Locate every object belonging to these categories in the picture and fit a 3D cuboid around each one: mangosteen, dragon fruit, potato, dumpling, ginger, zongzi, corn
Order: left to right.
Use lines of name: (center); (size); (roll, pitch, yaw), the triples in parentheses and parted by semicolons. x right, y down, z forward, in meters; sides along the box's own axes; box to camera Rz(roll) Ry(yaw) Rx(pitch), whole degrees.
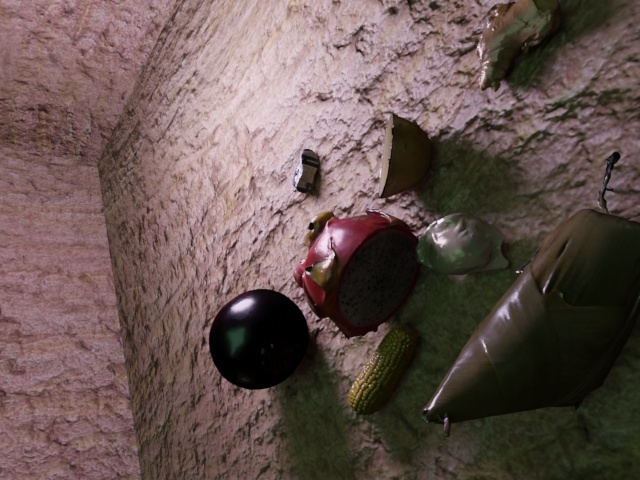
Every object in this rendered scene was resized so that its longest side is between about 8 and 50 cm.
mangosteen: (-0.186, 0.272, 1.314); (0.297, 0.297, 0.313); (-56, 39, 26)
dragon fruit: (0.071, 0.057, 1.069); (0.226, 0.305, 0.305); (31, 108, 47)
corn: (0.152, 0.321, 1.092); (0.091, 0.091, 0.260); (29, 109, 8)
potato: (0.209, -0.199, 1.080); (0.182, 0.117, 0.202); (-133, 49, -88)
dumpling: (0.303, 0.009, 0.959); (0.199, 0.118, 0.136); (8, 93, 25)
ginger: (0.398, -0.430, 0.942); (0.213, 0.074, 0.137); (-52, 51, 36)
zongzi: (0.360, 0.077, 0.681); (0.181, 0.418, 0.447); (34, 116, 47)

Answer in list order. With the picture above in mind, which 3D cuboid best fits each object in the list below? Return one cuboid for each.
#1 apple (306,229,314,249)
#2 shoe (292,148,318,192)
apple: (0.000, 0.000, 1.302); (0.089, 0.074, 0.089); (-8, 79, 48)
shoe: (-0.051, -0.218, 1.399); (0.071, 0.064, 0.143); (7, 85, 65)
